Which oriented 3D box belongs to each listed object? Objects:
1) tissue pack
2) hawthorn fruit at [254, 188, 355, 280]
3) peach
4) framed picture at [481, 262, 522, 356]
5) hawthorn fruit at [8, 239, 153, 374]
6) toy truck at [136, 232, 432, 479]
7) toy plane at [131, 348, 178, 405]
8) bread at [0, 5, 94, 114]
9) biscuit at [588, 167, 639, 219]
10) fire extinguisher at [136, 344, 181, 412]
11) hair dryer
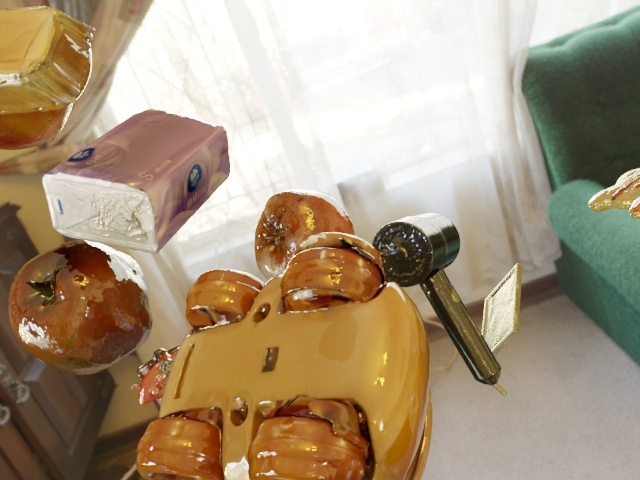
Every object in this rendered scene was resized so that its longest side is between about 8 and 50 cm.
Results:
[{"bbox_3d":[-0.360,-0.139,1.219,0.242,0.160,0.338,11,36,13],"label":"tissue pack"},{"bbox_3d":[-0.033,-0.013,1.367,0.231,0.235,0.263,29,39,20],"label":"hawthorn fruit"},{"bbox_3d":[-0.640,-0.325,1.223,0.238,0.281,0.281,-22,16,43],"label":"peach"},{"bbox_3d":[0.397,0.164,1.300,0.015,0.150,0.203,24,46,-1],"label":"framed picture"},{"bbox_3d":[-0.483,0.130,1.182,0.267,0.268,0.301,-22,-18,1],"label":"hawthorn fruit"},{"bbox_3d":[-0.023,0.139,0.533,0.288,0.211,0.204,-15,50,33],"label":"toy truck"},{"bbox_3d":[-0.220,0.195,0.962,0.194,0.077,0.126,-42,24,6],"label":"toy plane"},{"bbox_3d":[-0.458,-0.262,0.873,0.241,0.107,0.136,2,74,19],"label":"bread"},{"bbox_3d":[0.624,-0.091,1.091,0.153,0.030,0.234,-38,18,-6],"label":"biscuit"},{"bbox_3d":[-0.227,0.327,1.072,0.105,0.269,0.105,-27,0,0],"label":"fire extinguisher"},{"bbox_3d":[0.146,0.070,0.650,0.071,0.219,0.124,-35,-12,27],"label":"hair dryer"}]
